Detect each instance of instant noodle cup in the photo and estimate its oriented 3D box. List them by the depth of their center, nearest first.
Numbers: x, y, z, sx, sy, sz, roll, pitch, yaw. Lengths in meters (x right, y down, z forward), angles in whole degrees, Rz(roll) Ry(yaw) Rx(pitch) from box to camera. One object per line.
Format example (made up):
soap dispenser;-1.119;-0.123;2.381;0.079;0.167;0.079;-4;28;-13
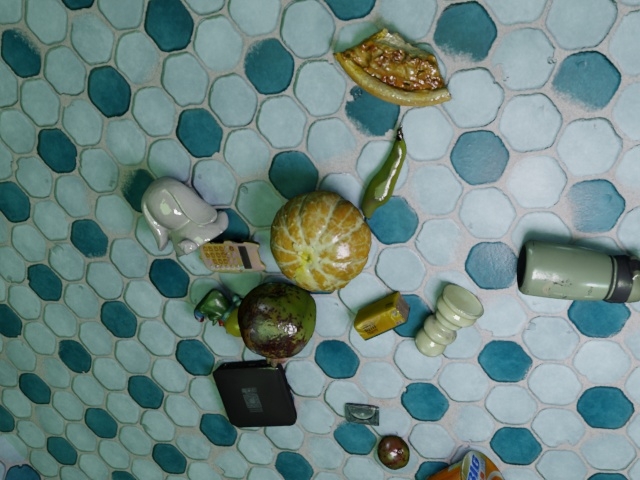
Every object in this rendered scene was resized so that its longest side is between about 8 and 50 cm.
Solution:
instant noodle cup;0.507;0.916;1.967;0.296;0.296;0.214;49;125;-6

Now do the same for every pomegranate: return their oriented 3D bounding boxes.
pomegranate;-0.152;0.310;1.918;0.285;0.285;0.340;13;125;11
pomegranate;0.266;0.785;2.060;0.130;0.130;0.130;6;113;14

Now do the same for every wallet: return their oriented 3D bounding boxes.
wallet;0.157;0.652;2.088;0.129;0.026;0.088;3;112;15

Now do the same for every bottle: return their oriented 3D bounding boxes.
bottle;0.758;0.099;1.617;0.347;0.168;0.168;8;113;8

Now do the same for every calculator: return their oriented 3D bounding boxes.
calculator;-0.312;0.054;1.954;0.237;0.033;0.157;-2;132;9

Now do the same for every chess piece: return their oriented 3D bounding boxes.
chess piece;0.400;0.280;1.814;0.144;0.144;0.251;30;121;3

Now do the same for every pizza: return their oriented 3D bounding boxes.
pizza;0.210;-0.487;1.588;0.365;0.074;0.182;28;125;3

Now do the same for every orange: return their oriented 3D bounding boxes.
orange;0.000;0.000;1.752;0.329;0.249;0.329;6;109;17

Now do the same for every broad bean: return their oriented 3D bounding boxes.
broad bean;0.204;-0.205;1.715;0.075;0.067;0.325;12;116;-22

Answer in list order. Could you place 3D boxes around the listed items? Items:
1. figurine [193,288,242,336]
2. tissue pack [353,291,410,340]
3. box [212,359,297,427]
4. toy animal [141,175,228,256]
figurine;-0.340;0.288;2.046;0.234;0.127;0.185;35;130;-14
tissue pack;0.204;0.251;1.862;0.169;0.120;0.082;-28;103;25
box;-0.251;0.597;2.162;0.290;0.073;0.288;-9;109;19
toy animal;-0.478;-0.093;1.880;0.272;0.206;0.265;-23;107;26
